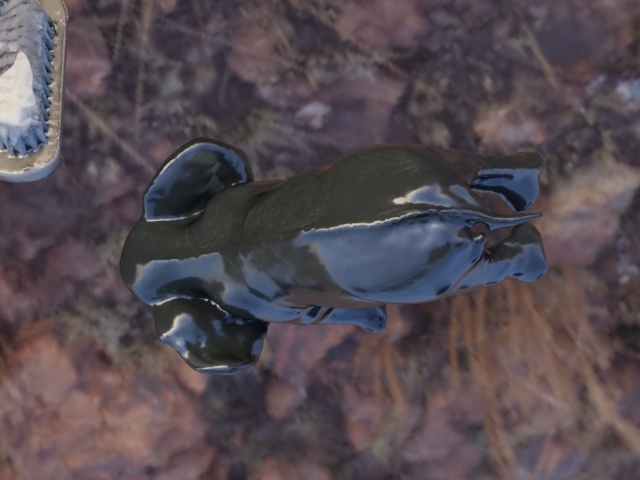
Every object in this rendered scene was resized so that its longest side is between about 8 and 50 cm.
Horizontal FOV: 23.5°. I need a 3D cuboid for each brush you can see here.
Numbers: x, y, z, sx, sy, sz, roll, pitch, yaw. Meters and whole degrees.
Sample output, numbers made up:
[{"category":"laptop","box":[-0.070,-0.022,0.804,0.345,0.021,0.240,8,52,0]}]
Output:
[{"category":"brush","box":[-0.231,-0.206,1.217,0.070,0.327,0.065,2,159,-3]}]

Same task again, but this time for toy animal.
[{"category":"toy animal","box":[-0.002,-0.005,0.767,0.146,0.114,0.245,-8,167,-44]}]
